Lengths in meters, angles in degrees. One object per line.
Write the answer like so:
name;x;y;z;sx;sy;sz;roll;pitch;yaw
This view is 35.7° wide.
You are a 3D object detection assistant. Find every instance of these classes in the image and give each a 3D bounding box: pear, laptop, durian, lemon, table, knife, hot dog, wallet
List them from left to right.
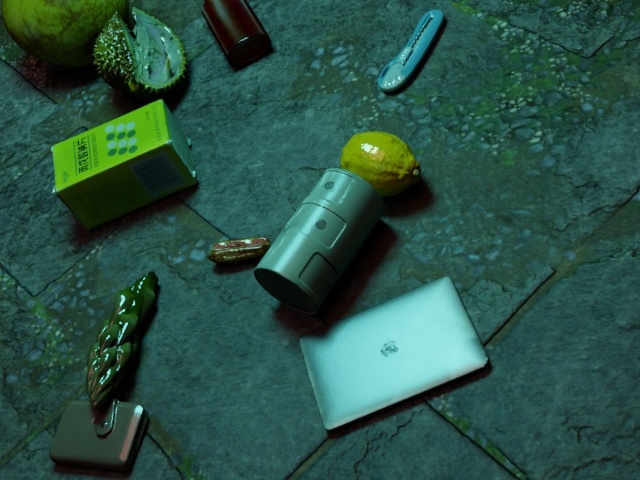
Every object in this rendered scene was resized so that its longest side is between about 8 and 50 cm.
pear;-0.563;-0.514;2.203;0.280;0.281;0.281;-11;51;14
wallet;-0.360;0.312;1.615;0.152;0.039;0.118;-2;56;23
durian;-0.387;-0.362;2.079;0.138;0.193;0.237;-51;22;37
hot dog;-0.140;0.020;1.755;0.122;0.037;0.049;-5;41;13
table;0.000;0.000;1.650;0.126;0.126;0.220;20;65;33
lemon;0.104;-0.131;1.718;0.155;0.114;0.114;19;63;28
laptop;0.108;0.172;1.543;0.269;0.015;0.188;-23;48;4
knife;0.178;-0.372;1.928;0.064;0.031;0.222;14;60;35

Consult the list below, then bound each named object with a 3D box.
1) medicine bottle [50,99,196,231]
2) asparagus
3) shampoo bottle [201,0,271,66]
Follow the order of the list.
medicine bottle;-0.377;-0.143;1.910;0.250;0.141;0.137;-22;52;5
asparagus;-0.345;0.168;1.689;0.080;0.080;0.287;-7;46;18
shampoo bottle;-0.193;-0.477;2.142;0.102;0.064;0.260;-29;49;0
